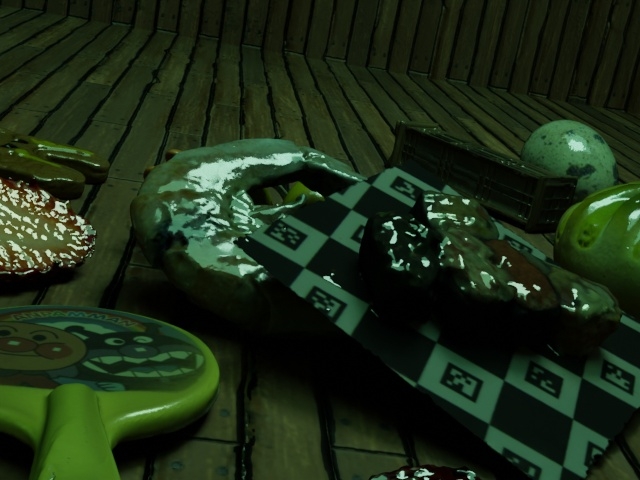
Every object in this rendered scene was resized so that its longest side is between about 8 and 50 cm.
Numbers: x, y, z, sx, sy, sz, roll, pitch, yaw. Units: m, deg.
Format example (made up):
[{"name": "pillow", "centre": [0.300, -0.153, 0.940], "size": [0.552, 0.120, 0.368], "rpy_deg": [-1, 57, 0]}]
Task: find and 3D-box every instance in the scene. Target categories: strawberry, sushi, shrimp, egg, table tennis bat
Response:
[{"name": "strawberry", "centre": [-0.316, 0.001, 0.920], "size": [0.208, 0.087, 0.167], "rpy_deg": [30, 27, -30]}, {"name": "sushi", "centre": [0.145, 0.026, 0.871], "size": [0.339, 0.068, 0.320], "rpy_deg": [38, 34, 20]}, {"name": "shrimp", "centre": [0.000, 0.000, 0.957], "size": [0.360, 0.085, 0.247], "rpy_deg": [16, 47, -4]}, {"name": "egg", "centre": [0.397, -0.111, 1.588], "size": [0.141, 0.141, 0.181], "rpy_deg": [0, 39, -32]}, {"name": "table tennis bat", "centre": [-0.171, 0.107, 0.681], "size": [0.224, 0.054, 0.368], "rpy_deg": [5, 14, -15]}]

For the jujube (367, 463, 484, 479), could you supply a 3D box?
[{"name": "jujube", "centre": [0.079, 0.175, 0.554], "size": [0.166, 0.104, 0.104], "rpy_deg": [17, 13, -25]}]

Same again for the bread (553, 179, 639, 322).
[{"name": "bread", "centre": [0.364, 0.015, 1.135], "size": [0.156, 0.158, 0.261], "rpy_deg": [-10, 24, -41]}]

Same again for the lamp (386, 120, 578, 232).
[{"name": "lamp", "centre": [0.243, -0.105, 1.561], "size": [0.089, 0.090, 0.325], "rpy_deg": [-2, 22, -38]}]

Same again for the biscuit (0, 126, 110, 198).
[{"name": "biscuit", "centre": [-0.420, -0.113, 1.262], "size": [0.295, 0.044, 0.186], "rpy_deg": [12, 15, 3]}]

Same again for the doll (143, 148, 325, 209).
[{"name": "doll", "centre": [-0.082, -0.033, 1.064], "size": [0.221, 0.143, 0.135], "rpy_deg": [12, 56, 1]}]
